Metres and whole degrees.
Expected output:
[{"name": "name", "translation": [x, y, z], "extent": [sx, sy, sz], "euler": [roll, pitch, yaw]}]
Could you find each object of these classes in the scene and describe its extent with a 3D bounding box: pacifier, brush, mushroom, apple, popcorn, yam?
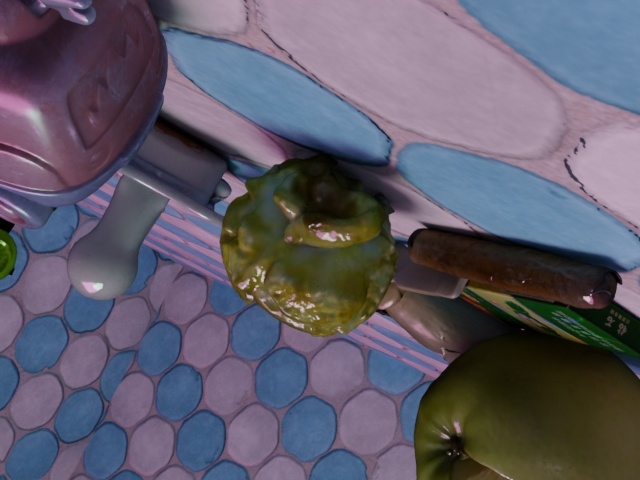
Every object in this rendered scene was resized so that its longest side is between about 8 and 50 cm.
[{"name": "pacifier", "translation": [-0.236, -0.034, 1.140], "extent": [0.300, 0.233, 0.244], "euler": [30, 174, -14]}, {"name": "brush", "translation": [0.082, 0.021, 1.108], "extent": [0.050, 0.060, 0.321], "euler": [42, 166, -22]}, {"name": "mushroom", "translation": [0.161, 0.102, 1.228], "extent": [0.247, 0.096, 0.108], "euler": [32, 177, -22]}, {"name": "apple", "translation": [0.255, 0.228, 1.130], "extent": [0.258, 0.233, 0.295], "euler": [10, 155, -29]}, {"name": "popcorn", "translation": [0.000, 0.000, 0.911], "extent": [0.198, 0.198, 0.212], "euler": [27, 147, 0]}, {"name": "yam", "translation": [0.177, 0.025, 0.882], "extent": [0.046, 0.046, 0.264], "euler": [32, 171, -32]}]

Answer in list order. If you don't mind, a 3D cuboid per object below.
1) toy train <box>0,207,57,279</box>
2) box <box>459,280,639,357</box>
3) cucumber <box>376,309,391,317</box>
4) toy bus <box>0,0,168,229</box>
[{"name": "toy train", "translation": [-0.307, -0.087, 0.858], "extent": [0.100, 0.296, 0.160], "euler": [20, 162, 43]}, {"name": "box", "translation": [0.241, 0.073, 1.009], "extent": [0.132, 0.034, 0.235], "euler": [30, 171, -26]}, {"name": "cucumber", "translation": [0.143, 0.099, 1.324], "extent": [0.072, 0.081, 0.303], "euler": [-17, 139, 42]}, {"name": "toy bus", "translation": [-0.256, -0.160, 0.649], "extent": [0.294, 0.197, 0.232], "euler": [27, 162, 2]}]
